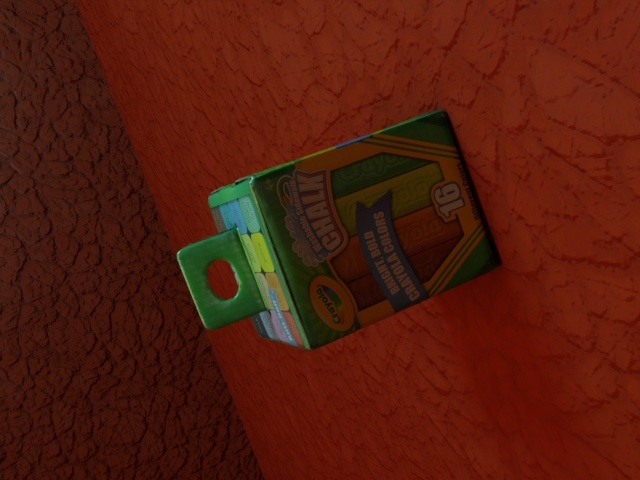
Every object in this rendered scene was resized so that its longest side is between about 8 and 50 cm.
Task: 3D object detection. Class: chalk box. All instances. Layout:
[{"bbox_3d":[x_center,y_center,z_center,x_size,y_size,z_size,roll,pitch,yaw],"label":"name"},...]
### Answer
[{"bbox_3d":[0.000,0.000,0.847,0.179,0.289,0.180,-7,105,69],"label":"chalk box"}]
